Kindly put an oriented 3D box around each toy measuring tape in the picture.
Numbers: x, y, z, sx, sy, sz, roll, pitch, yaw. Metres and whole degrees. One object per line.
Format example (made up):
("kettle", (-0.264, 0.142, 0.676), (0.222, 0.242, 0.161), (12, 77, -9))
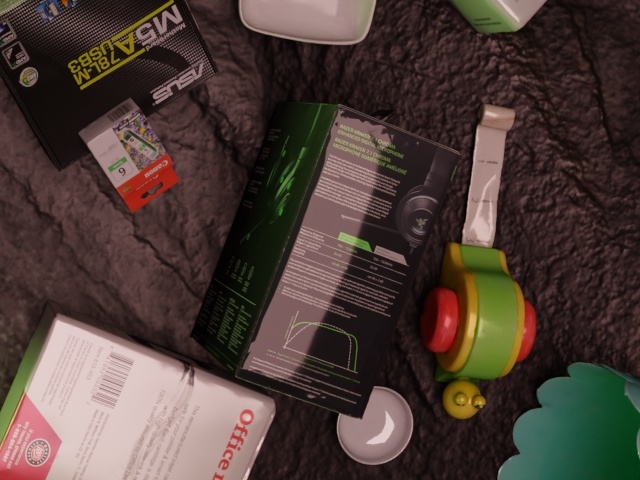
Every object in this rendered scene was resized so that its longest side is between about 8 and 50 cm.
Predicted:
("toy measuring tape", (0.173, 0.025, 1.683), (0.121, 0.121, 0.330), (8, 94, -15))

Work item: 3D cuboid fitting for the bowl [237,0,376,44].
("bowl", (-0.014, -0.269, 1.634), (0.142, 0.053, 0.142), (6, 94, -15))

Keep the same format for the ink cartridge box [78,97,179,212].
("ink cartridge box", (-0.182, -0.077, 1.598), (0.063, 0.029, 0.115), (-35, 129, -7))

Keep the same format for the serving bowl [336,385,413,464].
("serving bowl", (0.054, 0.192, 1.713), (0.083, 0.027, 0.083), (-1, 96, -14))

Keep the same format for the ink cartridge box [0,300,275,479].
("ink cartridge box", (-0.189, 0.186, 1.610), (0.237, 0.100, 0.172), (23, 90, -16))

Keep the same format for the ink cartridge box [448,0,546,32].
("ink cartridge box", (0.149, -0.382, 1.630), (0.289, 0.121, 0.211), (44, 84, -15))

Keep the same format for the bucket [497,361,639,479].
("bucket", (0.323, 0.274, 1.675), (0.183, 0.281, 0.281), (17, 91, -22))

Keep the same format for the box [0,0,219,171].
("box", (-0.213, -0.186, 1.554), (0.191, 0.045, 0.184), (-33, 130, -10))

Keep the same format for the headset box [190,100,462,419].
("headset box", (0.000, 0.000, 1.567), (0.131, 0.246, 0.283), (20, 89, -15))
